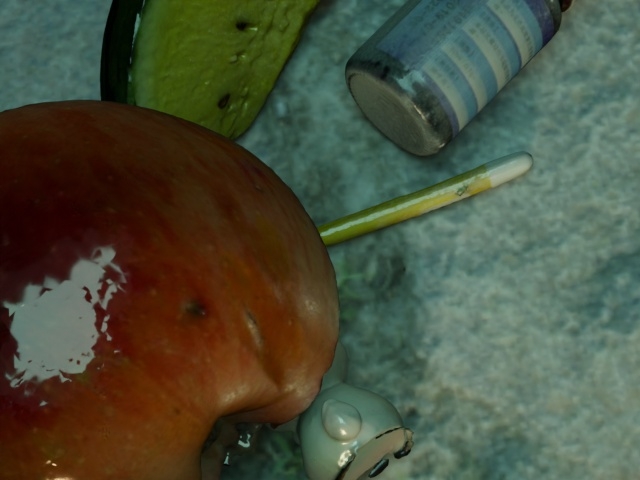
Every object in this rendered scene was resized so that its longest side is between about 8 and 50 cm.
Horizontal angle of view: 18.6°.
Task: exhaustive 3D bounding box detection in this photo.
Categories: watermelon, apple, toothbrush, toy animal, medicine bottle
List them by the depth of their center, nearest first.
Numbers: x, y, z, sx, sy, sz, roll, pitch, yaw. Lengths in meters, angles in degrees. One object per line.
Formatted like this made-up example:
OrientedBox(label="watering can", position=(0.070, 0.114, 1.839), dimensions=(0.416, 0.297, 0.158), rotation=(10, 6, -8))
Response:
OrientedBox(label="apple", position=(-0.148, 0.055, 1.072), dimensions=(0.251, 0.163, 0.293), rotation=(28, 90, 20))
OrientedBox(label="toy animal", position=(-0.010, 0.090, 1.151), dimensions=(0.071, 0.085, 0.124), rotation=(-44, 67, 7))
OrientedBox(label="toothbrush", position=(0.000, 0.000, 1.211), dimensions=(0.288, 0.021, 0.024), rotation=(-19, 82, -8))
OrientedBox(label="medicine bottle", position=(0.109, -0.148, 1.234), dimensions=(0.083, 0.083, 0.203), rotation=(40, 75, 13))
OrientedBox(label="watermelon", position=(-0.054, -0.161, 1.236), dimensions=(0.129, 0.123, 0.301), rotation=(37, 74, -11))
